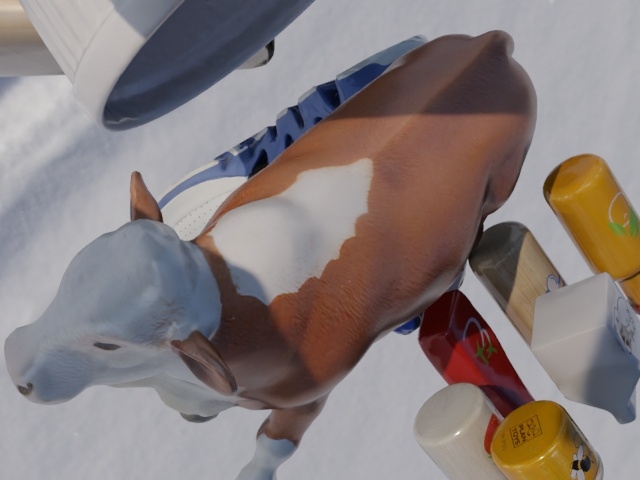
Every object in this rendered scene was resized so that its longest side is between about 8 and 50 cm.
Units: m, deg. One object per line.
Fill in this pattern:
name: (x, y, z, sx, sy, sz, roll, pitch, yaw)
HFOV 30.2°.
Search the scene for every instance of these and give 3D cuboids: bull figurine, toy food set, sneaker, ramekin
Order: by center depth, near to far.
bull figurine: (-0.003, 0.015, 0.536, 0.310, 0.101, 0.188, -37, 157, -38)
toy food set: (0.123, 0.068, 0.617, 0.104, 0.111, 0.232, 51, 31, -24)
ramekin: (-0.070, -0.165, 0.630, 0.207, 0.207, 0.109, -38, 88, -27)
sneaker: (0.001, 0.000, 0.891, 0.127, 0.315, 0.182, -24, 85, -44)

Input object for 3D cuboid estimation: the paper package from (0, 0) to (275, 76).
paper package: (-0.199, -0.281, 0.869, 0.168, 0.325, 0.309, 21, 70, -83)
